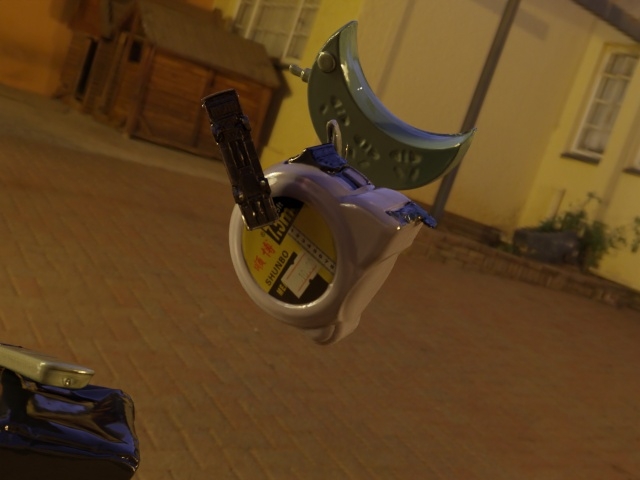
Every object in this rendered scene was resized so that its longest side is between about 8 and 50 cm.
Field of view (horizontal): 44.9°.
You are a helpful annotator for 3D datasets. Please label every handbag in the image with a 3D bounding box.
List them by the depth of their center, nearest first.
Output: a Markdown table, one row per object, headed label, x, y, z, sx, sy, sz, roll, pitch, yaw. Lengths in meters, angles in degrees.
| label | x | y | z | sx | sy | sz | roll | pitch | yaw |
| --- | --- | --- | --- | --- | --- | --- | --- | --- | --- |
| handbag | -0.439 | 0.342 | 1.267 | 0.275 | 0.177 | 0.302 | 22 | 3 | -21 |

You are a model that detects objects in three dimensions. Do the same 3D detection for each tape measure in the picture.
| label | x | y | z | sx | sy | sz | roll | pitch | yaw |
| --- | --- | --- | --- | --- | --- | --- | --- | --- | --- |
| tape measure | -0.001 | -0.004 | 0.799 | 0.178 | 0.196 | 0.105 | 44 | 33 | 15 |

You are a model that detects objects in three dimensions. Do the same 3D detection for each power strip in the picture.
| label | x | y | z | sx | sy | sz | roll | pitch | yaw |
| --- | --- | --- | --- | --- | --- | --- | --- | --- | --- |
| power strip | 0.064 | -0.162 | 0.992 | 0.253 | 0.167 | 0.054 | 41 | 40 | 6 |

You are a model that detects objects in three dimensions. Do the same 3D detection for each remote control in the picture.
| label | x | y | z | sx | sy | sz | roll | pitch | yaw |
| --- | --- | --- | --- | --- | --- | --- | --- | --- | --- |
| remote control | -0.463 | 0.197 | 1.248 | 0.090 | 0.038 | 0.310 | 18 | -11 | -39 |

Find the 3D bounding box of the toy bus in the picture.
| label | x | y | z | sx | sy | sz | roll | pitch | yaw |
| --- | --- | --- | --- | --- | --- | --- | --- | --- | --- |
| toy bus | -0.074 | -0.075 | 0.724 | 0.037 | 0.130 | 0.052 | -19 | 12 | -2 |
